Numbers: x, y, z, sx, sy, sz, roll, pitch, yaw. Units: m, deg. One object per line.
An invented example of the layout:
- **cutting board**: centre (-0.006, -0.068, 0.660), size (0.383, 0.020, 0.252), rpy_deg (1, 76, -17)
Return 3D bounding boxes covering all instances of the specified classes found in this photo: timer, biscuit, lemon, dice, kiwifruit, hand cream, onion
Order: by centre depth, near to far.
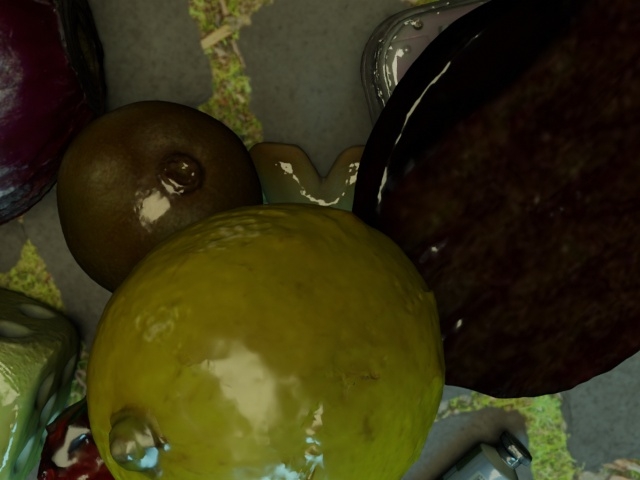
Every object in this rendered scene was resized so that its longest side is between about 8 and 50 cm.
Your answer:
- **lemon**: centre (-0.032, 0.095, 0.621), size (0.260, 0.284, 0.260), rpy_deg (-11, 71, 36)
- **onion**: centre (-0.349, -0.168, 0.757), size (0.282, 0.260, 0.336), rpy_deg (3, 98, -5)
- **kiwifruit**: centre (-0.149, -0.033, 0.776), size (0.196, 0.234, 0.196), rpy_deg (3, 82, -21)
- **biscuit**: centre (0.218, -0.042, 0.790), size (0.407, 0.091, 0.407), rpy_deg (-6, 112, -15)
- **timer**: centre (0.145, -0.139, 0.828), size (0.191, 0.069, 0.208), rpy_deg (-18, 100, -10)
- **dice**: centre (-0.356, 0.147, 0.841), size (0.166, 0.169, 0.169), rpy_deg (20, 99, -1)
- **biscuit**: centre (0.001, 0.000, 0.877), size (0.164, 0.047, 0.208), rpy_deg (1, 99, 2)
- **hand cream**: centre (0.124, 0.318, 0.920), size (0.091, 0.058, 0.271), rpy_deg (40, 101, -16)

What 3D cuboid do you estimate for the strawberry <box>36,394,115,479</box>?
- **strawberry**: centre (-0.130, 0.241, 0.824), size (0.250, 0.238, 0.288), rpy_deg (-31, 105, 10)
